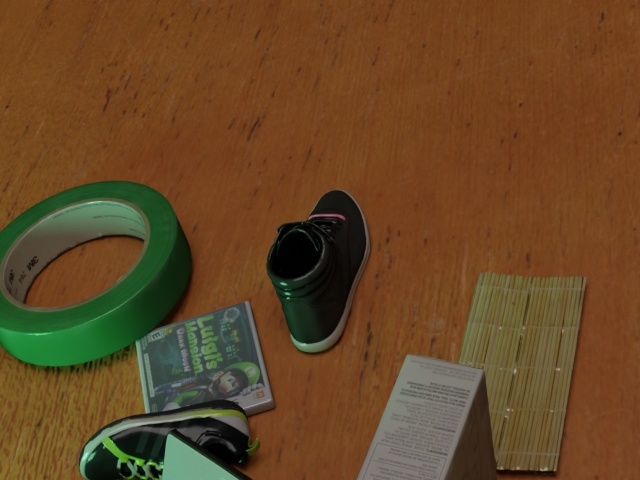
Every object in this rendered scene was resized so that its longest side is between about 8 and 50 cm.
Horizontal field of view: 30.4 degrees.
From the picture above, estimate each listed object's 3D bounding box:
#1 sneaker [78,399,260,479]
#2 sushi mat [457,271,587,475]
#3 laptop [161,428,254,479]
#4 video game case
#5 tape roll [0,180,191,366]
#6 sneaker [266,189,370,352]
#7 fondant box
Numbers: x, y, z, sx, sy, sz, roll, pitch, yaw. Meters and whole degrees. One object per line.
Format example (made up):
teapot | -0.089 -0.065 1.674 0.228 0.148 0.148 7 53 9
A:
sneaker | -0.196 0.274 1.508 0.234 0.084 0.097 -17 46 -1
sushi mat | 0.252 0.165 1.531 0.151 0.019 0.316 4 49 18
laptop | -0.194 0.430 1.154 0.236 0.408 0.382 5 4 -31
video game case | -0.164 0.179 1.634 0.173 0.022 0.190 -17 45 -1
tape roll | -0.356 0.043 1.768 0.321 0.077 0.321 -11 43 10
sneaker | 0.000 0.000 1.673 0.104 0.147 0.296 -3 45 16
fondant box | 0.097 0.326 1.266 0.096 0.238 0.330 11 51 22
